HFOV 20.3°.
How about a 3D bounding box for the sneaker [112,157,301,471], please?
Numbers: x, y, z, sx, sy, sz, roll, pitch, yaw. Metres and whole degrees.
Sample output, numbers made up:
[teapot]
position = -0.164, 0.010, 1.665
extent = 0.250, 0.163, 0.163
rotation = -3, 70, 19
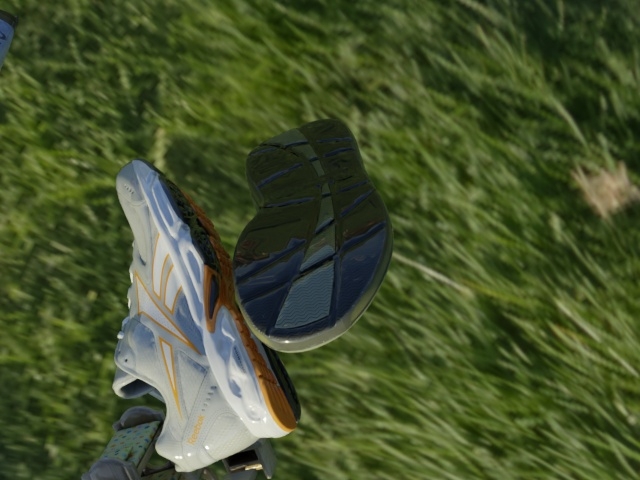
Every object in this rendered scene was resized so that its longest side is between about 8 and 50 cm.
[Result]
[sneaker]
position = -0.121, 0.056, 1.376
extent = 0.121, 0.099, 0.262
rotation = -31, 61, 9

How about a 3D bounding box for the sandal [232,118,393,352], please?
[sandal]
position = 0.001, -0.001, 1.388
extent = 0.120, 0.303, 0.086
rotation = -13, 117, 7

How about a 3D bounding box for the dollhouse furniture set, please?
[dollhouse furniture set]
position = -0.145, 0.238, 1.765
extent = 0.161, 0.182, 0.101
rotation = -16, 110, 18

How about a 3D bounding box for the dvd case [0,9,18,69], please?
[dvd case]
position = -0.155, 0.061, 0.525
extent = 0.022, 0.253, 0.180
rotation = 23, 127, -9
